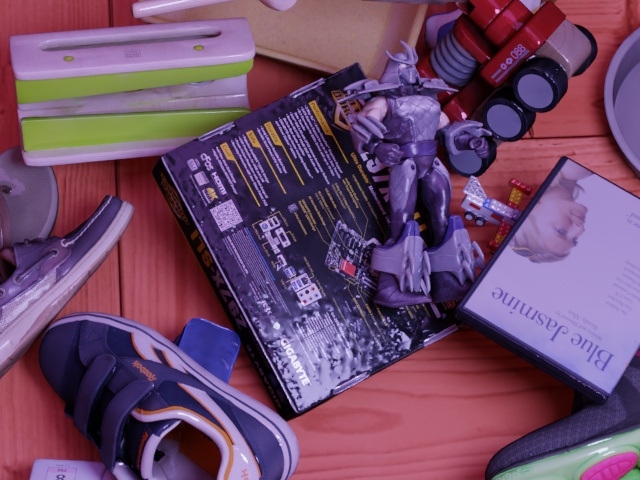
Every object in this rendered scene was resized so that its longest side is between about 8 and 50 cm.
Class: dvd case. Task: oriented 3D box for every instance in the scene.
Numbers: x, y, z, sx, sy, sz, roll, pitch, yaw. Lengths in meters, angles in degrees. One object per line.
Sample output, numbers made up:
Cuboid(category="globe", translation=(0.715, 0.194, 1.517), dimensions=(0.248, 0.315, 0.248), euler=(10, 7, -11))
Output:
Cuboid(category="dvd case", translation=(0.276, 0.036, 1.824), dimensions=(0.180, 0.022, 0.253), euler=(31, 57, 11))

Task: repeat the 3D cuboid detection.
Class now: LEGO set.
Cuboid(category="LEGO set", translation=(0.267, 0.001, 1.953), dimensions=(0.244, 0.060, 0.182), euler=(-13, 62, -32))

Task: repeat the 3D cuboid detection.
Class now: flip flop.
Cuboid(category="flip flop", translation=(-0.390, 0.001, 1.920), dimensions=(0.112, 0.080, 0.277), euler=(33, 62, 13))

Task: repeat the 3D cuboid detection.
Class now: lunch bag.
Cuboid(category="lunch bag", translation=(-0.134, 0.142, 1.876), dimensions=(0.067, 0.065, 0.098), euler=(25, 60, -9))

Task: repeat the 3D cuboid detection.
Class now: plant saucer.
Cuboid(category="plant saucer", translation=(-0.021, -0.339, 2.137), dimensions=(0.332, 0.081, 0.333), euler=(16, 62, 5))

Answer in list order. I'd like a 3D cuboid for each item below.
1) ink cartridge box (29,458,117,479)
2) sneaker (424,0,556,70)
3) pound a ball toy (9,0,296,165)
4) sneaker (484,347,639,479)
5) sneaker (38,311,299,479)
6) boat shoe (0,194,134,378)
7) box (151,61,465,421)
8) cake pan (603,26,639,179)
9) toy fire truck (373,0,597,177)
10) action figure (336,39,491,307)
Cuboid(category="ink cartridge box", translation=(-0.208, 0.308, 1.724), dimensions=(0.189, 0.066, 0.232), euler=(4, 24, -3))
Cuboid(category="sneaker", translation=(0.234, -0.331, 2.135), dimensions=(0.131, 0.112, 0.296), euler=(28, 62, 11))
Cuboid(category="pound a ball toy", translation=(-0.190, -0.216, 1.956), dimensions=(0.319, 0.208, 0.136), euler=(-7, 34, -9))
Cuboid(category="sneaker", translation=(0.357, 0.159, 1.869), dimensions=(0.483, 0.185, 0.202), euler=(-31, 50, -22))
Cuboid(category="sneaker", translation=(-0.184, 0.176, 1.778), dimensions=(0.321, 0.126, 0.127), euler=(24, 28, 24))
Cuboid(category="boat shoe", translation=(-0.313, 0.042, 1.881), dimensions=(0.092, 0.103, 0.285), euler=(41, 63, -4))
Cuboid(category="box", translation=(0.000, 0.000, 1.904), dimensions=(0.257, 0.079, 0.322), euler=(-27, 86, -19))
Cuboid(category="cake pan", translation=(0.483, -0.149, 2.089), dimensions=(0.293, 0.054, 0.293), euler=(2, 62, -4))
Cuboid(category="toy fire truck", translation=(0.152, -0.215, 1.967), dimensions=(0.246, 0.217, 0.158), euler=(44, 47, -1))
Cuboid(category="action figure", translation=(0.107, -0.074, 1.849), dimensions=(0.185, 0.099, 0.285), euler=(-6, 88, -33))
